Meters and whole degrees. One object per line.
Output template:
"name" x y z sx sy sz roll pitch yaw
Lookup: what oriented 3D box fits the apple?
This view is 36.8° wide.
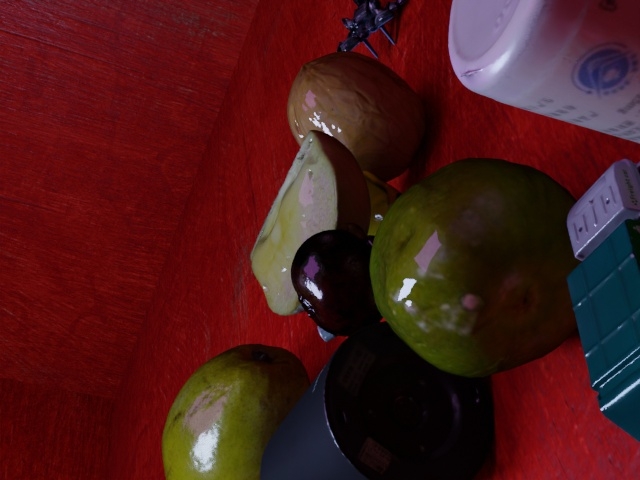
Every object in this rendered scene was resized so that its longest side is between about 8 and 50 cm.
"apple" 0.000 0.000 1.294 0.193 0.120 0.265 -106 33 -42

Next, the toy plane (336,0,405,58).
"toy plane" 0.087 -0.416 1.772 0.169 0.078 0.246 -37 30 21

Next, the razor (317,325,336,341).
"razor" 0.101 0.062 1.195 0.232 0.068 0.106 -30 34 14

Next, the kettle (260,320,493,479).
"kettle" 0.050 0.224 1.188 0.308 0.203 0.262 125 151 -55

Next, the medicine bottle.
"medicine bottle" 0.254 -0.153 0.700 0.170 0.292 0.170 -167 90 -73

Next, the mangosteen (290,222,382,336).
"mangosteen" 0.036 0.040 1.132 0.140 0.140 0.140 -165 90 -72

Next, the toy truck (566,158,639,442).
"toy truck" 0.274 0.049 0.768 0.114 0.124 0.253 125 151 -43

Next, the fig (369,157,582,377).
"fig" 0.163 -0.004 1.001 0.314 0.233 0.233 -82 16 -55

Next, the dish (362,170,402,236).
"dish" 0.090 0.021 1.365 0.262 0.108 0.221 -159 84 -73

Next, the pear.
"pear" -0.134 0.319 1.592 0.253 0.252 0.307 -119 41 -65

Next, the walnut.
"walnut" 0.052 -0.189 1.470 0.195 0.221 0.195 -46 10 11
